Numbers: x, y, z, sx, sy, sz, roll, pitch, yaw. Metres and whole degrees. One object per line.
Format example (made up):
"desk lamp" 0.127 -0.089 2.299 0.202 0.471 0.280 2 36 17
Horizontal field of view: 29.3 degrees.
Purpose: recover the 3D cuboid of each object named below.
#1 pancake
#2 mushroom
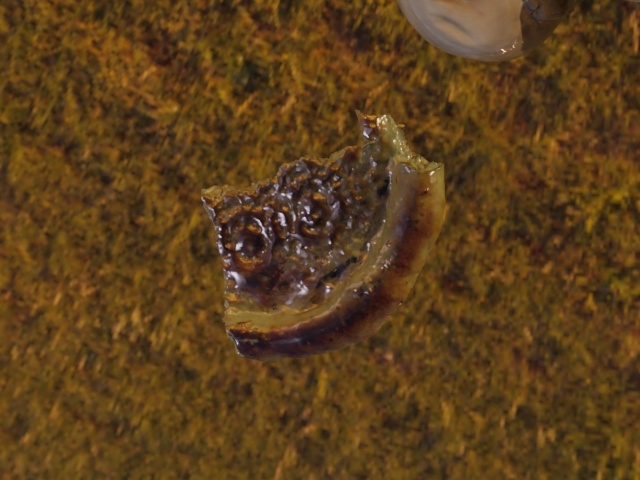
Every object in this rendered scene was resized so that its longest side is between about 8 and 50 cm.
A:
"pancake" 0.002 0.005 1.765 0.426 0.067 0.305 -24 91 26
"mushroom" 0.248 -0.325 1.350 0.336 0.314 0.314 27 149 36
